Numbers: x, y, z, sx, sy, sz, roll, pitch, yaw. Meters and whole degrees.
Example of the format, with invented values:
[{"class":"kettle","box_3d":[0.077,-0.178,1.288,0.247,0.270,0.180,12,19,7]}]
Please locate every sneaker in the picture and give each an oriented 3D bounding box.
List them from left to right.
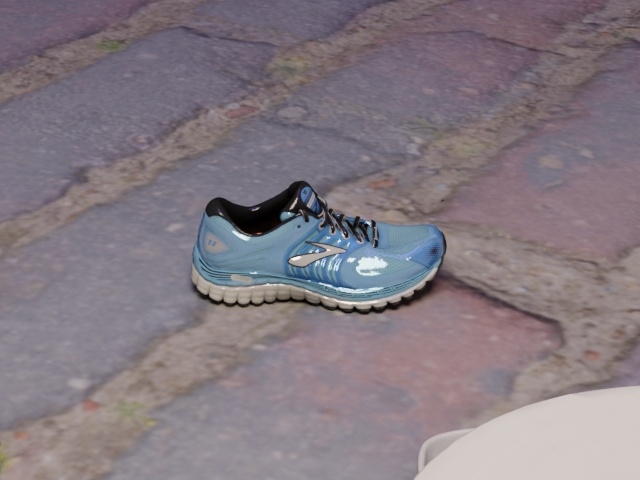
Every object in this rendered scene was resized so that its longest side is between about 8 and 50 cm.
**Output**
[{"class":"sneaker","box_3d":[0.000,0.000,0.972,0.162,0.073,0.063,-1,27,-6]}]

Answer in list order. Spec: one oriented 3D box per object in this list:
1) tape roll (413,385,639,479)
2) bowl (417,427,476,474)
[{"class":"tape roll","box_3d":[0.135,0.184,0.525,0.246,0.169,0.246,2,27,-1]},{"class":"bowl","box_3d":[0.117,0.145,0.723,0.142,0.053,0.142,0,27,-6]}]
